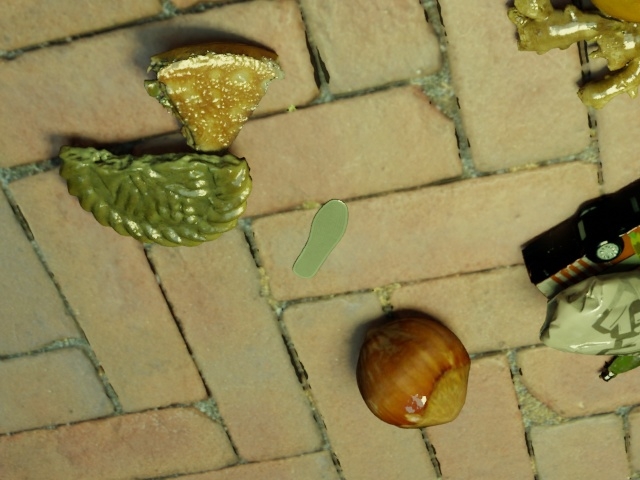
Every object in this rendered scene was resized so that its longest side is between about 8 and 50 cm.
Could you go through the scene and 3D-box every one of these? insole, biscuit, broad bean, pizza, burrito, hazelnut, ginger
[{"bbox_3d":[0.000,0.000,1.424,0.053,0.002,0.153,23,122,-13],"label":"insole"},{"bbox_3d":[-0.228,-0.055,1.356,0.273,0.036,0.187,1,138,8],"label":"biscuit"},{"bbox_3d":[0.531,0.121,1.459,0.060,0.043,0.298,25,123,-4],"label":"broad bean"},{"bbox_3d":[-0.146,-0.182,1.279,0.185,0.052,0.195,-2,133,-16],"label":"pizza"},{"bbox_3d":[0.534,0.104,1.353,0.445,0.101,0.139,1,126,-9],"label":"burrito"},{"bbox_3d":[0.137,0.208,1.464,0.182,0.182,0.182,1,124,2],"label":"hazelnut"},{"bbox_3d":[0.339,-0.255,1.208,0.176,0.053,0.193,-17,126,12],"label":"ginger"}]

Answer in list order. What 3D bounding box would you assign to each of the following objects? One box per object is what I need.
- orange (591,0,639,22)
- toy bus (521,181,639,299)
[{"bbox_3d":[0.377,-0.330,1.108,0.156,0.124,0.156,1,127,2],"label":"orange"},{"bbox_3d":[0.475,-0.044,1.320,0.408,0.093,0.092,-32,125,23],"label":"toy bus"}]
